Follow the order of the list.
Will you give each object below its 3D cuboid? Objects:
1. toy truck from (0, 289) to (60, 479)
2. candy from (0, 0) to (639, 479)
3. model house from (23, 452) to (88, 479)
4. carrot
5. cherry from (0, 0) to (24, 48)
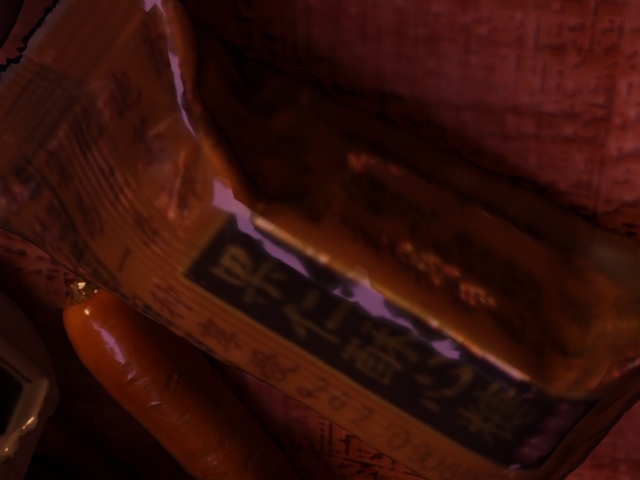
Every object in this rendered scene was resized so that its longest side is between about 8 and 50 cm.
[{"bbox_3d":[-0.273,0.008,0.758,0.146,0.175,0.367,-29,114,39],"label":"toy truck"},{"bbox_3d":[0.000,0.000,0.683,0.271,0.101,0.143,27,132,-12],"label":"candy"},{"bbox_3d":[-0.073,0.221,0.868,0.280,0.230,0.249,21,101,45],"label":"model house"},{"bbox_3d":[-0.032,0.104,0.844,0.043,0.043,0.248,-20,122,34],"label":"carrot"},{"bbox_3d":[-0.210,-0.128,0.612,0.266,0.184,0.213,26,157,-32],"label":"cherry"}]
